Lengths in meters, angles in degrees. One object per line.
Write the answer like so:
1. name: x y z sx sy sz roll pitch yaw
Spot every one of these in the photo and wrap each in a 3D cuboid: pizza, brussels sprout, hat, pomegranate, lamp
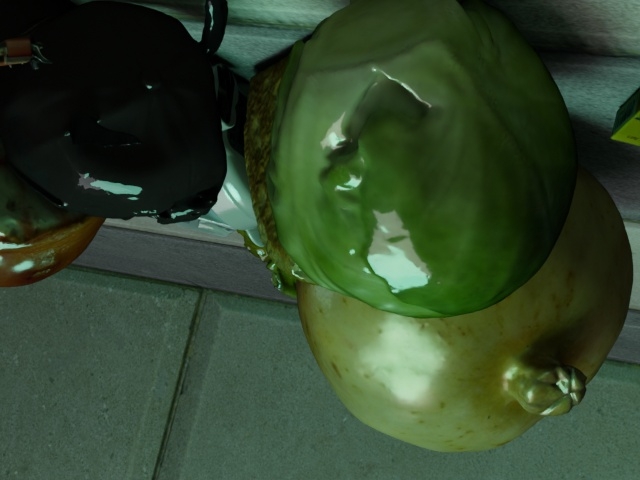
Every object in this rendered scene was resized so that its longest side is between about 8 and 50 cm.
1. pizza: -0.026 -0.073 1.744 0.087 0.258 0.268 12 172 -22
2. brussels sprout: 0.091 -0.083 1.466 0.281 0.289 0.355 21 152 31
3. hat: -0.217 -0.180 1.587 0.336 0.238 0.209 48 145 10
4. pomegranate: 0.167 0.055 1.829 0.411 0.411 0.411 13 171 2
5. lamp: -0.119 -0.112 1.901 0.108 0.179 0.246 -17 140 20

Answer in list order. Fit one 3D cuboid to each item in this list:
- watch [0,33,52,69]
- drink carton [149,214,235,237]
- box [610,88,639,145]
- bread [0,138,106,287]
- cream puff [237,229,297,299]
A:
1. watch: -0.295 -0.235 1.458 0.268 0.165 0.102 23 163 -37
2. drink carton: -0.207 -0.098 2.220 0.222 0.134 0.102 15 168 -10
3. box: 0.382 -0.123 1.526 0.153 0.041 0.279 15 171 -1
4. bread: -0.350 -0.105 1.681 0.295 0.328 0.114 11 136 -28
5. cream puff: -0.001 0.000 2.352 0.282 0.185 0.282 15 174 2
